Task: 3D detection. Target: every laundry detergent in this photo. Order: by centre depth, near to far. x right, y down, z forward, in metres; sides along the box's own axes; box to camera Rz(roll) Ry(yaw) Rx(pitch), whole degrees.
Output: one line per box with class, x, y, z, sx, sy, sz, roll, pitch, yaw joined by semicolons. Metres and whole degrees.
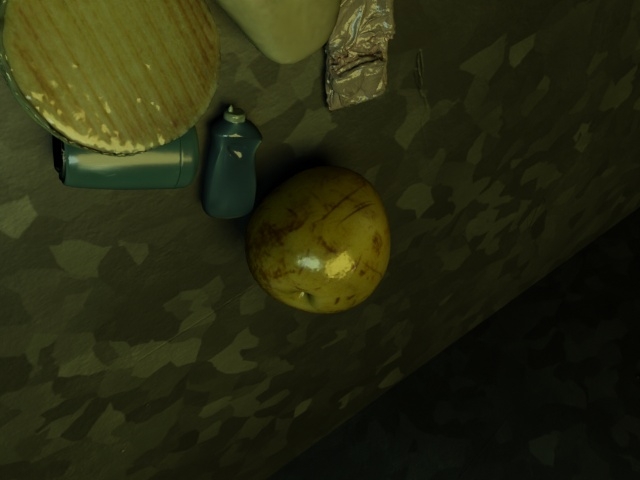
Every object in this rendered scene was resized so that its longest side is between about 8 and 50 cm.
laundry detergent;-0.150;-0.135;0.930;0.096;0.061;0.206;-9;132;-25

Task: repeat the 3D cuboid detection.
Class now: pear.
pear;0.000;0.000;1.034;0.280;0.281;0.281;-24;140;-22

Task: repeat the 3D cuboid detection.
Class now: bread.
bread;-0.251;-0.235;0.677;0.266;0.040;0.267;-8;105;-33

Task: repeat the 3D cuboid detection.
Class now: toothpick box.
toothpick box;-0.276;-0.130;0.775;0.184;0.120;0.120;-7;132;-33

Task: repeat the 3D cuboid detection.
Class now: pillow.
pillow;0.069;-0.337;0.930;0.135;0.049;0.248;-21;136;-18

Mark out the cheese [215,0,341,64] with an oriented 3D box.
cheese;-0.098;-0.369;0.678;0.350;0.129;0.328;-22;139;-24
